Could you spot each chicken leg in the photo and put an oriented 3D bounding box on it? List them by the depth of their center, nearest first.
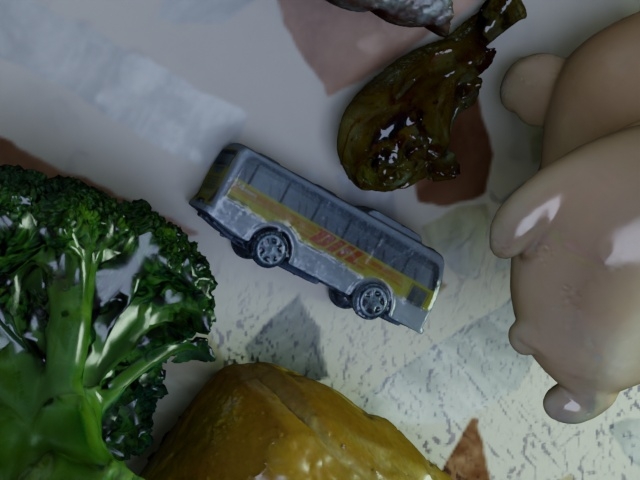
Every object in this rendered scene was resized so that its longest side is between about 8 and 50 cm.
[{"bbox_3d":[0.087,-0.105,1.047,0.093,0.070,0.178,39,82,4],"label":"chicken leg"}]

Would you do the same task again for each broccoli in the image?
[{"bbox_3d":[-0.187,0.099,0.934,0.297,0.297,0.297,-26,145,-20],"label":"broccoli"}]

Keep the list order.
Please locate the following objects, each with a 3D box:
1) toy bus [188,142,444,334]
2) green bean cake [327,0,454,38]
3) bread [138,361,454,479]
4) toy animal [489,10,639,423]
[{"bbox_3d":[0.000,0.000,1.059,0.190,0.064,0.075,27,87,-20],"label":"toy bus"},{"bbox_3d":[0.029,-0.268,0.963,0.198,0.097,0.233,11,103,-15],"label":"green bean cake"},{"bbox_3d":[-0.015,0.290,1.057,0.328,0.148,0.337,41,78,-18],"label":"bread"},{"bbox_3d":[0.235,-0.032,1.036,0.345,0.247,0.277,-27,143,-17],"label":"toy animal"}]
